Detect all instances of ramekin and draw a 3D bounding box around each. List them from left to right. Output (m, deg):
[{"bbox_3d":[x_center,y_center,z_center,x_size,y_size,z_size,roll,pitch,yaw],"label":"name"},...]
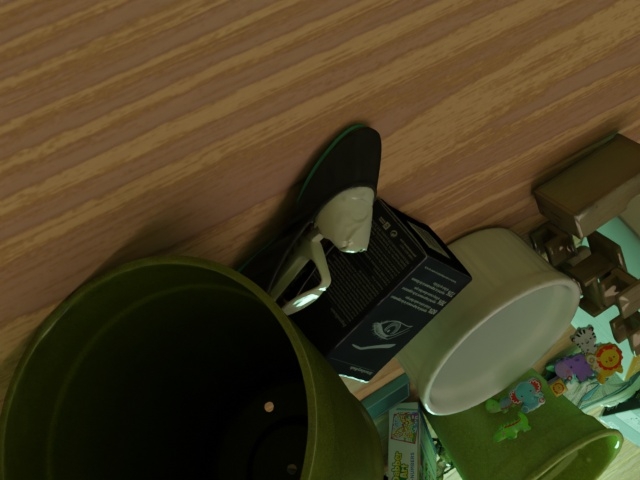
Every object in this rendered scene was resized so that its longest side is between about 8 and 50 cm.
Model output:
[{"bbox_3d":[0.223,0.111,1.829,0.277,0.135,0.277,-27,149,-18],"label":"ramekin"}]

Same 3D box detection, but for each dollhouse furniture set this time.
[{"bbox_3d":[0.426,-0.002,1.831,0.161,0.212,0.242,-32,125,-12],"label":"dollhouse furniture set"}]

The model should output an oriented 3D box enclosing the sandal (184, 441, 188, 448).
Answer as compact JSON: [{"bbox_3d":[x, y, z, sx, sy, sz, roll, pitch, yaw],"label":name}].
[{"bbox_3d":[-0.184,0.237,1.602,0.088,0.079,0.240,-38,151,-2],"label":"sandal"}]

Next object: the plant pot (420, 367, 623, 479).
[{"bbox_3d":[0.306,0.311,2.082,0.276,0.254,0.276,-28,150,-18],"label":"plant pot"}]

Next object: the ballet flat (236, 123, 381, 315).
[{"bbox_3d":[0.000,0.000,1.459,0.095,0.096,0.280,5,129,-51],"label":"ballet flat"}]

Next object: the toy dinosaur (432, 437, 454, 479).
[{"bbox_3d":[0.263,0.355,2.301,0.268,0.064,0.118,-46,157,9],"label":"toy dinosaur"}]

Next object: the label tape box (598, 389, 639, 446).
[{"bbox_3d":[0.672,0.240,2.336,0.249,0.115,0.347,-55,179,-16],"label":"label tape box"}]

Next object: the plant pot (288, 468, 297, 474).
[{"bbox_3d":[-0.046,0.523,1.974,0.280,0.323,0.323,-59,149,3],"label":"plant pot"}]

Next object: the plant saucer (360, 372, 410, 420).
[{"bbox_3d":[0.064,0.275,2.002,0.192,0.018,0.067,-32,150,-15],"label":"plant saucer"}]

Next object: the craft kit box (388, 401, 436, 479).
[{"bbox_3d":[0.154,0.424,2.099,0.061,0.246,0.250,-6,151,10],"label":"craft kit box"}]

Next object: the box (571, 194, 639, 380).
[{"bbox_3d":[0.547,0.035,2.054,0.215,0.168,0.345,-28,149,-18],"label":"box"}]

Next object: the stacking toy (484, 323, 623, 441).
[{"bbox_3d":[0.339,0.208,1.889,0.221,0.052,0.167,-33,-176,6],"label":"stacking toy"}]

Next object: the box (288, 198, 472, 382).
[{"bbox_3d":[0.065,0.069,1.617,0.207,0.108,0.153,-45,151,11],"label":"box"}]

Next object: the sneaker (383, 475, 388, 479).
[{"bbox_3d":[0.095,0.446,2.195,0.283,0.107,0.124,-5,131,-45],"label":"sneaker"}]

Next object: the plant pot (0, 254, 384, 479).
[{"bbox_3d":[-0.098,0.238,1.407,0.366,0.366,0.353,-43,151,8],"label":"plant pot"}]

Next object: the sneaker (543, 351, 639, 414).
[{"bbox_3d":[0.488,0.256,2.348,0.283,0.110,0.122,-42,124,17],"label":"sneaker"}]
